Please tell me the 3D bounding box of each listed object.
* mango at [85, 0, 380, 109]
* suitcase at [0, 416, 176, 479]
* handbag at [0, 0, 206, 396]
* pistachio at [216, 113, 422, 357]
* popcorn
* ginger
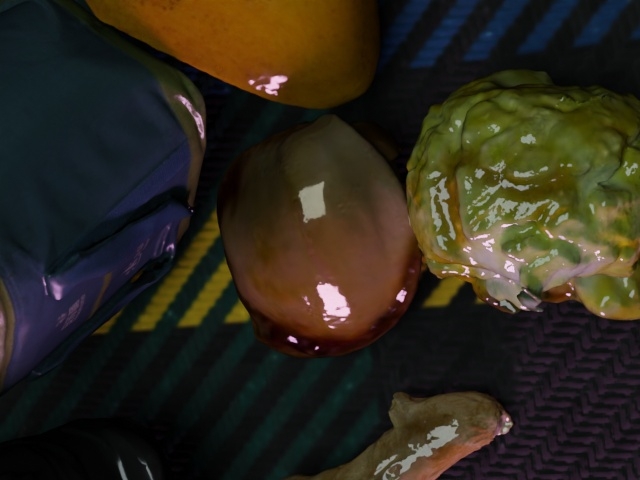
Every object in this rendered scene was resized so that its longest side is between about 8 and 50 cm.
[{"bbox_3d":[-0.093,-0.230,1.276,0.350,0.201,0.199,41,138,2],"label":"mango"},{"bbox_3d":[-0.219,0.330,1.386,0.339,0.188,0.345,-23,90,45],"label":"suitcase"},{"bbox_3d":[-0.230,-0.026,1.288,0.222,0.241,0.263,38,149,7],"label":"handbag"},{"bbox_3d":[0.000,0.000,1.310,0.165,0.130,0.210,27,122,19],"label":"pistachio"},{"bbox_3d":[0.161,-0.021,1.223,0.198,0.198,0.212,-15,127,22],"label":"popcorn"},{"bbox_3d":[0.017,0.236,1.368,0.148,0.081,0.333,46,110,26],"label":"ginger"}]
